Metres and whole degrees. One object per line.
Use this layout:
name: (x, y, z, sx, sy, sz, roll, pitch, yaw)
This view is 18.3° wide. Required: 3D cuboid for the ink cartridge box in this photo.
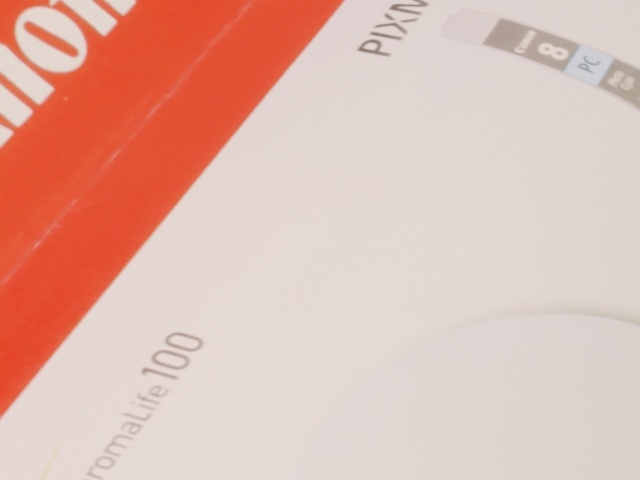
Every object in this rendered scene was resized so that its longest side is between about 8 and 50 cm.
ink cartridge box: (0.000, 0.000, 0.552, 0.385, 0.091, 0.308, 41, 48, -6)
